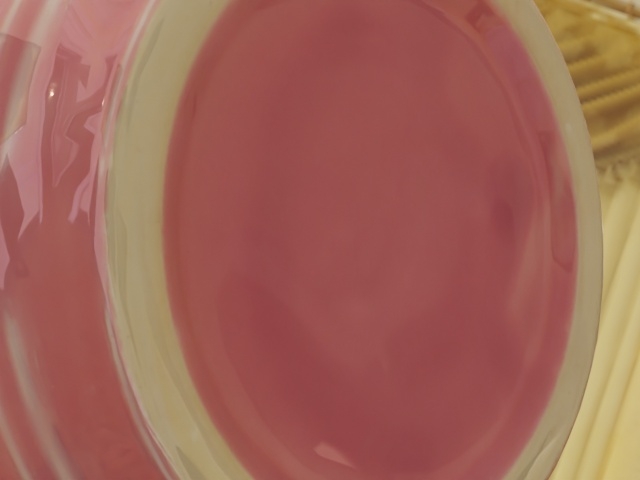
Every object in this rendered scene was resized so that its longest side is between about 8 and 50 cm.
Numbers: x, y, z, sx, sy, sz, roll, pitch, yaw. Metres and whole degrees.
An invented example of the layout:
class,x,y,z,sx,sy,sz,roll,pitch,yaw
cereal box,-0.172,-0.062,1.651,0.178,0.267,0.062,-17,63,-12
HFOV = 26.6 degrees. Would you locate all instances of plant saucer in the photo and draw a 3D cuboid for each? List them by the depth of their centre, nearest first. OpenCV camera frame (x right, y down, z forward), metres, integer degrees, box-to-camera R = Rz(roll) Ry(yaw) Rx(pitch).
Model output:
class,x,y,z,sx,sy,sz,roll,pitch,yaw
plant saucer,0.000,0.000,0.496,0.084,0.332,0.332,-5,-34,46
